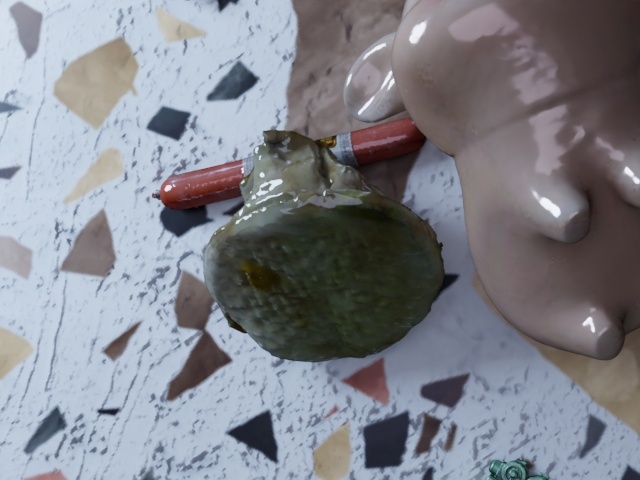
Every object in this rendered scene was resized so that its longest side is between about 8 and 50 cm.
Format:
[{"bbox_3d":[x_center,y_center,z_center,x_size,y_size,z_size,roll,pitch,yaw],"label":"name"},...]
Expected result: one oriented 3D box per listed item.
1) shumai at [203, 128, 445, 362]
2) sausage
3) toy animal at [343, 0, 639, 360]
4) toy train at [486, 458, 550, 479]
[{"bbox_3d":[0.000,0.000,1.108,0.201,0.201,0.120,-7,43,11],"label":"shumai"},{"bbox_3d":[-0.023,-0.064,1.158,0.253,0.034,0.034,-13,84,9],"label":"sausage"},{"bbox_3d":[0.172,-0.079,1.020,0.237,0.269,0.326,-22,125,-10],"label":"toy animal"},{"bbox_3d":[0.167,0.211,1.100,0.083,0.033,0.053,30,96,12],"label":"toy train"}]
